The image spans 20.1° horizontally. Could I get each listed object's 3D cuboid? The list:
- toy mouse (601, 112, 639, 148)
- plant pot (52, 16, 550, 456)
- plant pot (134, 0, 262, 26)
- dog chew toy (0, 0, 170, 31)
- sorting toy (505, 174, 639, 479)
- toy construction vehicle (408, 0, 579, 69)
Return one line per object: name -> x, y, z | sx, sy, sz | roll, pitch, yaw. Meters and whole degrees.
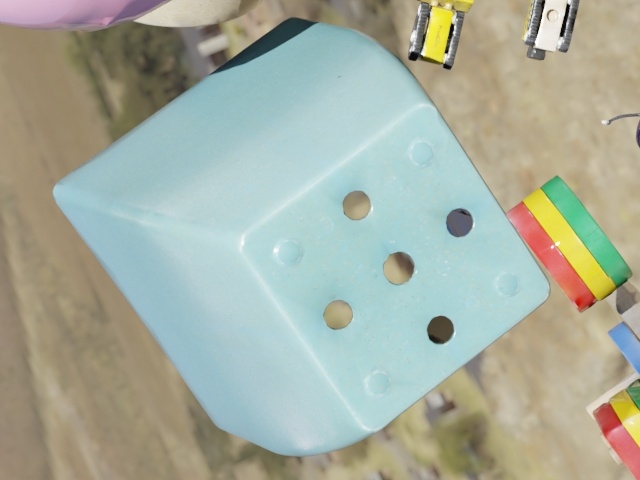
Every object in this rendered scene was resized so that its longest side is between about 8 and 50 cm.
toy mouse -> 0.286, -0.083, 1.314 | 0.031, 0.161, 0.143 | -105, -1, -56
plant pot -> 0.000, 0.000, 0.864 | 0.165, 0.165, 0.234 | 56, 169, -13
plant pot -> -0.098, -0.295, 1.227 | 0.256, 0.256, 0.274 | 51, 146, 47
dog chew toy -> -0.050, -0.214, 0.851 | 0.206, 0.332, 0.206 | 38, 135, 52
sorting toy -> 0.151, 0.094, 0.696 | 0.274, 0.046, 0.132 | 52, -174, -4
toy construction vehicle -> 0.094, -0.135, 0.968 | 0.035, 0.086, 0.098 | -165, 86, -85
